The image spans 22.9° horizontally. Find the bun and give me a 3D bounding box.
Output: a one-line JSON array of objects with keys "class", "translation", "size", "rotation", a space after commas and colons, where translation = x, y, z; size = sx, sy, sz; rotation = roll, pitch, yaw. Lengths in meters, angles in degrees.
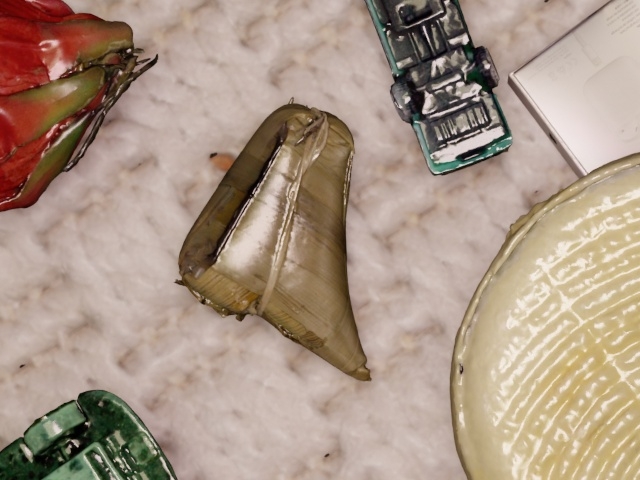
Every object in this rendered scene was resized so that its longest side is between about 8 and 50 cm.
[{"class": "bun", "translation": [0.286, 0.114, 1.244], "size": [0.364, 0.202, 0.364], "rotation": [-1, 85, 13]}]

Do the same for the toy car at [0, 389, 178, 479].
[{"class": "toy car", "translation": [-0.246, 0.248, 1.328], "size": [0.306, 0.125, 0.136], "rotation": [-37, 82, 12]}]

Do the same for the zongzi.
[{"class": "zongzi", "translation": [0.000, 0.000, 1.336], "size": [0.197, 0.099, 0.194], "rotation": [31, 90, -4]}]

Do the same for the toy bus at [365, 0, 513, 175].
[{"class": "toy bus", "translation": [0.084, -0.182, 1.330], "size": [0.091, 0.109, 0.262], "rotation": [-20, 83, 6]}]

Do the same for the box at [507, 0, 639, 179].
[{"class": "box", "translation": [0.248, -0.124, 1.338], "size": [0.130, 0.051, 0.129], "rotation": [-36, 84, 3]}]

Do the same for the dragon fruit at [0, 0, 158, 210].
[{"class": "dragon fruit", "translation": [-0.276, -0.131, 1.297], "size": [0.293, 0.234, 0.234], "rotation": [-17, 84, 22]}]
